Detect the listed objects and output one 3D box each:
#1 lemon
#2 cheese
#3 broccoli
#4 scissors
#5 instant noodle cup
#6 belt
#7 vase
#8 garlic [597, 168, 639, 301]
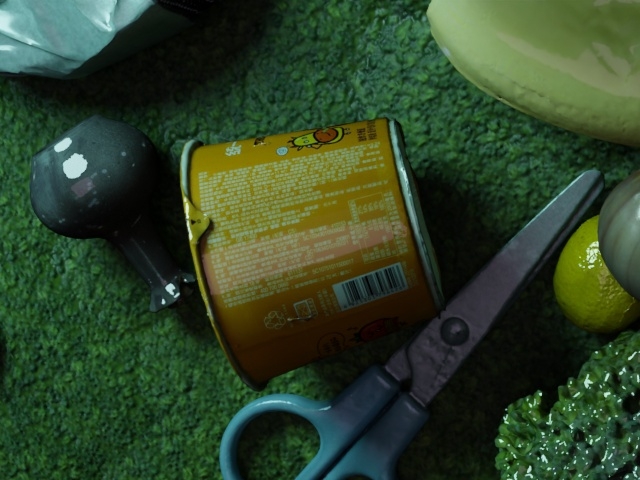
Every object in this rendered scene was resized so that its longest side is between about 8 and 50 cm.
[{"bbox_3d":[0.234,0.023,0.954,0.082,0.082,0.111,24,104,10],"label":"lemon"},{"bbox_3d":[0.255,-0.187,0.891,0.315,0.128,0.260,32,103,5],"label":"cheese"},{"bbox_3d":[0.274,0.197,0.889,0.288,0.235,0.260,4,101,10],"label":"broccoli"},{"bbox_3d":[0.092,0.107,1.031,0.192,0.029,0.447,42,107,5],"label":"scissors"},{"bbox_3d":[0.000,0.000,0.956,0.172,0.216,0.216,-15,95,8],"label":"instant noodle cup"},{"bbox_3d":[-0.229,-0.273,1.013,0.324,0.122,0.260,-23,88,18],"label":"belt"},{"bbox_3d":[-0.175,-0.019,1.048,0.120,0.120,0.183,-30,104,17],"label":"vase"},{"bbox_3d":[0.318,0.008,0.824,0.214,0.160,0.191,-30,135,15],"label":"garlic"}]
